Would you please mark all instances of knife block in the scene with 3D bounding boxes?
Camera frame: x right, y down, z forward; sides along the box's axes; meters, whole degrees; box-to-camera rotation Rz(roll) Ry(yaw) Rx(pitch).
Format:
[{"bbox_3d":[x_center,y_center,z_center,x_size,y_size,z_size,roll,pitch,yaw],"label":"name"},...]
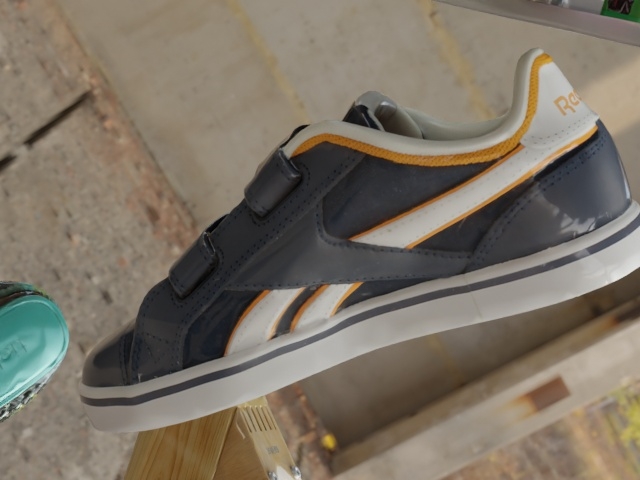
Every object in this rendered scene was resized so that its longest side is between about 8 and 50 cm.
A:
[{"bbox_3d":[-0.157,0.245,1.238,0.276,0.242,0.088,65,14,14],"label":"knife block"}]

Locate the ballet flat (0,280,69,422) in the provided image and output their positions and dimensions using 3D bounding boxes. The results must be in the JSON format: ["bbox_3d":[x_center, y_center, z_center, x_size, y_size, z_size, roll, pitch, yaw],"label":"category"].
[{"bbox_3d":[-0.185,0.077,0.469,0.188,0.070,0.070,-32,95,-36],"label":"ballet flat"}]

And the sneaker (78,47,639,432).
[{"bbox_3d":[0.000,0.000,0.631,0.127,0.321,0.126,67,16,-8],"label":"sneaker"}]

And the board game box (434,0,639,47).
[{"bbox_3d":[0.194,-0.151,0.757,0.390,0.050,0.390,2,16,-40],"label":"board game box"}]
